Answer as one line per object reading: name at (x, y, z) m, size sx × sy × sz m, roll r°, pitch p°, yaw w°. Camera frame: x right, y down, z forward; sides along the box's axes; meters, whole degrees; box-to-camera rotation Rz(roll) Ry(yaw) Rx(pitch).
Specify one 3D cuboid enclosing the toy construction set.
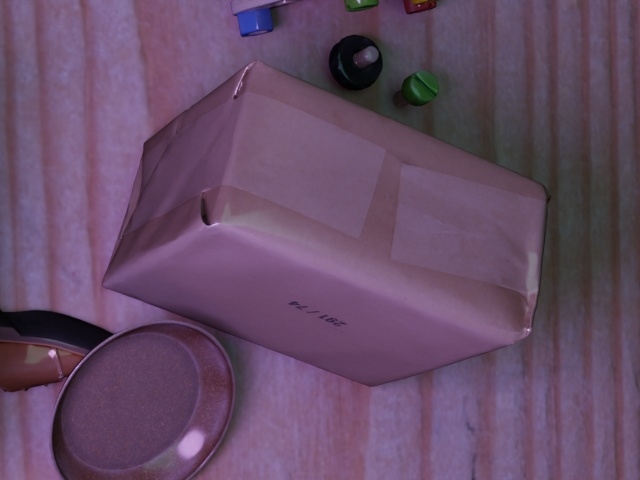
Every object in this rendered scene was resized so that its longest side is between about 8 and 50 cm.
toy construction set at (0.057, -0.332, 1.885) m, size 0.257 × 0.237 × 0.309 m, roll 16°, pitch 74°, yaw -21°

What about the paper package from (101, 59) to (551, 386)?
paper package at (0.000, 0.000, 1.760) m, size 0.325 × 0.309 × 0.168 m, roll 22°, pitch 68°, yaw -20°

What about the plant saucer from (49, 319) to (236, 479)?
plant saucer at (-0.175, 0.160, 1.766) m, size 0.198 × 0.036 × 0.199 m, roll -15°, pitch 119°, yaw -28°

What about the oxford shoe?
oxford shoe at (-0.269, 0.111, 1.765) m, size 0.212 × 0.076 × 0.076 m, roll 11°, pitch 107°, yaw -25°
